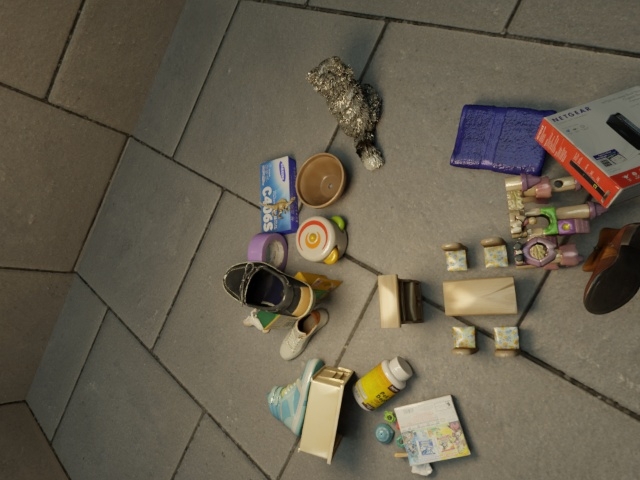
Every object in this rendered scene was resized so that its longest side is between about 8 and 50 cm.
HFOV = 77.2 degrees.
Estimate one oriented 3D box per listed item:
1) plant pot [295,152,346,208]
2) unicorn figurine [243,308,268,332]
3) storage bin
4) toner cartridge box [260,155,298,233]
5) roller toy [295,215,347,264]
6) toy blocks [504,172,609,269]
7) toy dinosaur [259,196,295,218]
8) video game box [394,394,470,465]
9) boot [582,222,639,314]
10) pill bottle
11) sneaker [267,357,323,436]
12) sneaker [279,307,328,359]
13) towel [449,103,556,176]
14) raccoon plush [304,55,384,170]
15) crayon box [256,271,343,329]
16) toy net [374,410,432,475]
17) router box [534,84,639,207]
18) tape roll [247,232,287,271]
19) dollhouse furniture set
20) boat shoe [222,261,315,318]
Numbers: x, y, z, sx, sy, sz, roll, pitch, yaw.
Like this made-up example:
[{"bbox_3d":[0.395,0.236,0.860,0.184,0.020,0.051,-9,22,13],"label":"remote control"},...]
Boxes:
[{"bbox_3d":[0.018,-0.245,1.721,0.237,0.109,0.238,-6,79,30],"label":"plant pot"},{"bbox_3d":[-0.293,0.365,1.836,0.162,0.060,0.111,36,100,31],"label":"unicorn figurine"},{"bbox_3d":[0.030,0.624,1.486,0.123,0.260,0.263,9,87,15],"label":"storage bin"},{"bbox_3d":[-0.193,-0.200,1.862,0.165,0.075,0.348,-10,77,27],"label":"toner cartridge box"},{"bbox_3d":[0.000,0.000,1.669,0.191,0.146,0.210,-4,80,31],"label":"roller toy"},{"bbox_3d":[0.693,-0.061,1.163,0.260,0.309,0.289,-7,79,26],"label":"toy blocks"},{"bbox_3d":[-0.186,-0.146,1.786,0.183,0.053,0.093,-9,62,21],"label":"toy dinosaur"},{"bbox_3d":[0.378,0.644,1.367,0.205,0.048,0.187,-20,67,16],"label":"video game box"},{"bbox_3d":[0.772,0.072,1.107,0.096,0.280,0.264,23,93,14],"label":"boot"},{"bbox_3d":[0.227,0.517,1.461,0.215,0.117,0.117,-45,62,18],"label":"pill bottle"},{"bbox_3d":[-0.117,0.611,1.651,0.208,0.127,0.319,16,89,31],"label":"sneaker"},{"bbox_3d":[-0.097,0.391,1.678,0.106,0.123,0.290,46,107,27],"label":"sneaker"},{"bbox_3d":[0.628,-0.348,1.396,0.308,0.076,0.228,16,97,32],"label":"towel"},{"bbox_3d":[0.126,-0.526,1.591,0.216,0.299,0.447,-37,65,21],"label":"raccoon plush"},{"bbox_3d":[-0.084,0.235,1.648,0.323,0.203,0.083,-44,62,17],"label":"crayon box"},{"bbox_3d":[0.304,0.722,1.427,0.232,0.045,0.122,33,86,28],"label":"toy net"},{"bbox_3d":[0.843,-0.271,1.114,0.335,0.082,0.301,-20,56,-6],"label":"router box"},{"bbox_3d":[-0.231,0.060,1.774,0.080,0.189,0.189,2,83,32],"label":"tape roll"},{"bbox_3d":[0.421,0.190,1.316,0.394,0.256,0.362,-8,78,30],"label":"dollhouse furniture set"},{"bbox_3d":[-0.239,0.176,1.553,0.500,0.156,0.187,12,82,43],"label":"boat shoe"}]
